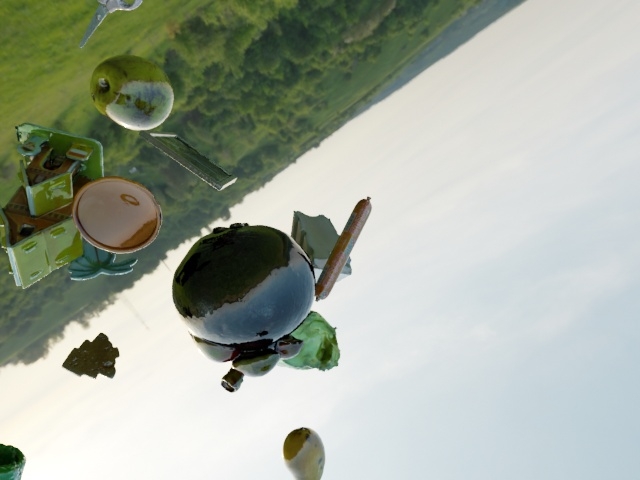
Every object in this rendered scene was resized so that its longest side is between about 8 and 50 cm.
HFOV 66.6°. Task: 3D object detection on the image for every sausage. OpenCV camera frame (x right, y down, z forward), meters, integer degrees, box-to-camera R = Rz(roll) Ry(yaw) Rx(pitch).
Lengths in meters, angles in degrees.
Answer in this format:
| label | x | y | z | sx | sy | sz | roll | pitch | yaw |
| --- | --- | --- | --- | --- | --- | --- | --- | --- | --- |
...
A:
| label | x | y | z | sx | sy | sz | roll | pitch | yaw |
| --- | --- | --- | --- | --- | --- | --- | --- | --- | --- |
| sausage | 0.067 | 0.023 | 1.421 | 0.348 | 0.053 | 0.053 | -63 | -165 | -8 |

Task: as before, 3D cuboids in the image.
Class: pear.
| label | x | y | z | sx | sy | sz | roll | pitch | yaw |
| --- | --- | --- | --- | --- | --- | --- | --- | --- | --- |
| pear | -0.676 | -0.528 | 1.750 | 0.283 | 0.284 | 0.283 | -34 | -170 | 7 |

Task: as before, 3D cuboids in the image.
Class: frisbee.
| label | x | y | z | sx | sy | sz | roll | pitch | yaw |
| --- | --- | --- | --- | --- | --- | --- | --- | --- | --- |
| frisbee | -0.459 | -0.060 | 1.108 | 0.192 | 0.192 | 0.035 | -34 | -150 | 8 |

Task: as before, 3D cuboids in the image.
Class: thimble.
| label | x | y | z | sx | sy | sz | roll | pitch | yaw |
| --- | --- | --- | --- | --- | --- | --- | --- | --- | --- |
| thimble | -0.629 | 0.443 | 0.914 | 0.118 | 0.129 | 0.090 | 33 | 73 | -90 |

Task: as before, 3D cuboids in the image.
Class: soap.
| label | x | y | z | sx | sy | sz | roll | pitch | yaw |
| --- | --- | --- | --- | --- | --- | --- | --- | --- | --- |
| soap | 0.000 | 0.000 | 1.634 | 0.257 | 0.158 | 0.303 | 144 | -46 | -61 |

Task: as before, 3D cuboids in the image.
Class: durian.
| label | x | y | z | sx | sy | sz | roll | pitch | yaw |
| --- | --- | --- | --- | --- | --- | --- | --- | --- | --- |
| durian | -0.119 | 0.310 | 1.599 | 0.339 | 0.255 | 0.205 | 12 | -96 | 37 |

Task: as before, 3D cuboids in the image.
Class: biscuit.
| label | x | y | z | sx | sy | sz | roll | pitch | yaw |
| --- | --- | --- | --- | --- | --- | --- | --- | --- | --- |
| biscuit | -0.549 | 0.283 | 1.165 | 0.129 | 0.120 | 0.019 | -5 | 152 | -36 |

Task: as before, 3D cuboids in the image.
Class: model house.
| label | x | y | z | sx | sy | sz | roll | pitch | yaw |
| --- | --- | --- | --- | --- | --- | --- | --- | --- | --- |
| model house | -0.640 | -0.056 | 1.235 | 0.301 | 0.339 | 0.324 | 114 | -14 | -45 |

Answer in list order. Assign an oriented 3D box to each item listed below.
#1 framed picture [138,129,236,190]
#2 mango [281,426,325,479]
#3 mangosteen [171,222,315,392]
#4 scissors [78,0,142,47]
| label | x | y | z | sx | sy | sz | roll | pitch | yaw |
| --- | --- | --- | --- | --- | --- | --- | --- | --- | --- |
| framed picture | -0.348 | -0.224 | 1.339 | 0.020 | 0.240 | 0.324 | -53 | -172 | 7 |
| mango | -0.037 | 0.551 | 1.239 | 0.090 | 0.178 | 0.115 | 3 | -145 | 42 |
| mangosteen | -0.190 | 0.169 | 1.298 | 0.381 | 0.436 | 0.382 | -13 | 177 | -1 |
| scissors | -0.416 | -0.440 | 0.931 | 0.189 | 0.100 | 0.015 | -39 | -166 | 29 |
